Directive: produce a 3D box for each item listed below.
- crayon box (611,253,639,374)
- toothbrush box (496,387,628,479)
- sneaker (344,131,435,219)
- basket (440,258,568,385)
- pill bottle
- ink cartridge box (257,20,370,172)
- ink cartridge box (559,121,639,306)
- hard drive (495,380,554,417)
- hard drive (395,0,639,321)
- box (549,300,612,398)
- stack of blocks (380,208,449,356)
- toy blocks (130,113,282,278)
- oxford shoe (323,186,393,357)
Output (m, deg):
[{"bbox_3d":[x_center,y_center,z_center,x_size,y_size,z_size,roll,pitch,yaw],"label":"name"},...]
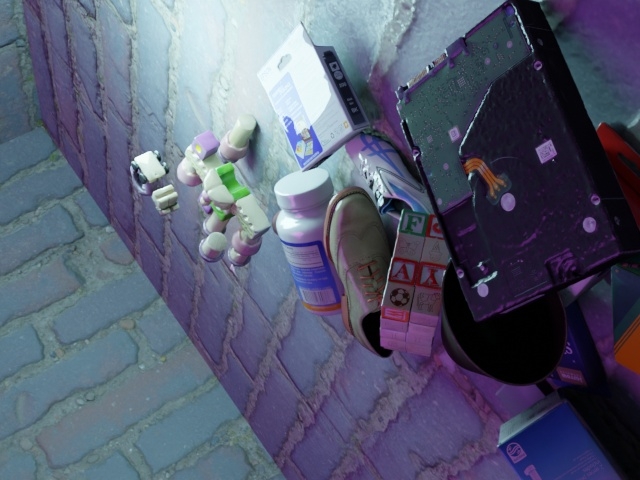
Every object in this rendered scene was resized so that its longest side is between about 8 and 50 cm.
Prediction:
[{"bbox_3d":[0.482,0.124,1.058,0.278,0.081,0.165,31,144,47],"label":"crayon box"},{"bbox_3d":[0.402,0.385,1.349,0.295,0.126,0.216,57,-172,11],"label":"toothbrush box"},{"bbox_3d":[0.111,-0.099,1.528,0.237,0.086,0.085,48,156,27],"label":"sneaker"},{"bbox_3d":[0.246,0.117,1.291,0.227,0.154,0.204,82,163,-77],"label":"basket"},{"bbox_3d":[0.000,0.000,1.779,0.152,0.152,0.272,24,138,53],"label":"pill bottle"},{"bbox_3d":[-0.017,-0.251,1.576,0.206,0.045,0.208,-32,82,59],"label":"ink cartridge box"},{"bbox_3d":[0.341,-0.029,1.162,0.134,0.078,0.231,51,154,19],"label":"ink cartridge box"},{"bbox_3d":[0.358,0.272,1.548,0.094,0.022,0.135,50,155,20],"label":"hard drive"},{"bbox_3d":[0.234,-0.095,1.120,0.237,0.064,0.339,-36,68,45],"label":"hard drive"},{"bbox_3d":[0.359,0.147,1.387,0.136,0.036,0.225,2,121,63],"label":"box"},{"bbox_3d":[0.156,0.098,1.485,0.087,0.171,0.297,10,155,8],"label":"stack of blocks"},{"bbox_3d":[-0.236,-0.070,1.965,0.288,0.309,0.260,56,150,8],"label":"toy blocks"},{"bbox_3d":[0.095,0.063,1.668,0.130,0.123,0.348,-129,21,-55],"label":"oxford shoe"}]
